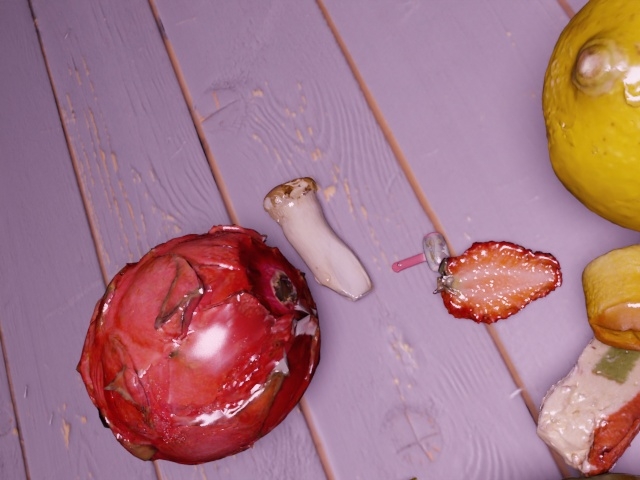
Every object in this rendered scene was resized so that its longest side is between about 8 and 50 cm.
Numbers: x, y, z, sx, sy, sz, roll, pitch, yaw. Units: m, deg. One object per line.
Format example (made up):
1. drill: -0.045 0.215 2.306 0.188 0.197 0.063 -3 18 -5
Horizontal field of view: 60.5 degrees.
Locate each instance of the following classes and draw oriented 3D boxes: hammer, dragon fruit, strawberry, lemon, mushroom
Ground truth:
1. hammer: 0.131 0.024 0.730 0.083 0.031 0.052 -24 68 32
2. dragon fruit: -0.149 0.127 0.706 0.302 0.296 0.295 -41 66 28
3. strawberry: 0.215 0.052 0.673 0.152 0.048 0.103 -4 72 11
4. lemon: 0.340 -0.127 0.506 0.258 0.310 0.257 -6 83 52
5. mushroom: 0.000 0.000 0.776 0.084 0.071 0.209 -29 69 -16

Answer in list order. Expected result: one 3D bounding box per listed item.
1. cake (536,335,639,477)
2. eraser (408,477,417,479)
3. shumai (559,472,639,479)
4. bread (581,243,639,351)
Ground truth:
1. cake: 0.307 0.146 0.571 0.086 0.117 0.220 34 97 33
2. eraser: 0.085 0.366 0.678 0.122 0.045 0.097 -32 68 17
3. shumai: 0.281 0.394 0.461 0.330 0.292 0.288 21 132 46
4. bread: 0.387 0.059 0.531 0.246 0.102 0.094 -3 53 10
